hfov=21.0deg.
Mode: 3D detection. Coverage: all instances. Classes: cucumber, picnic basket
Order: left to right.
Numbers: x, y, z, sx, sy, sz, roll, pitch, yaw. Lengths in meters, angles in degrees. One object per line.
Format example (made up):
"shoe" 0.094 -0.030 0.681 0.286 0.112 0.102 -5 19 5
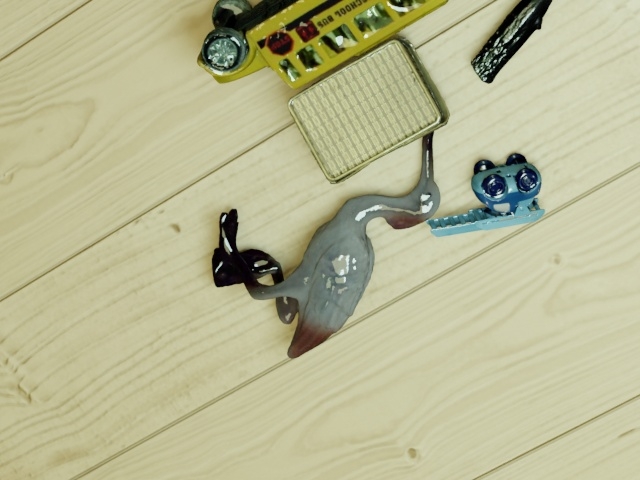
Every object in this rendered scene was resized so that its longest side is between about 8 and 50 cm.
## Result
"picnic basket" 0.053 -0.147 1.968 0.164 0.079 0.115 -29 91 9
"cucumber" 0.230 -0.246 1.943 0.039 0.043 0.163 46 112 15

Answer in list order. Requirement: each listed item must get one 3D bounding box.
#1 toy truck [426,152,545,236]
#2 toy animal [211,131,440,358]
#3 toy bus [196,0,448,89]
"toy truck" 0.189 -0.051 1.993 0.136 0.063 0.074 -9 118 -4
"toy animal" 0.021 0.015 2.040 0.324 0.090 0.195 -22 93 15
"toy bus" 0.022 -0.270 1.936 0.335 0.121 0.123 -29 111 18
